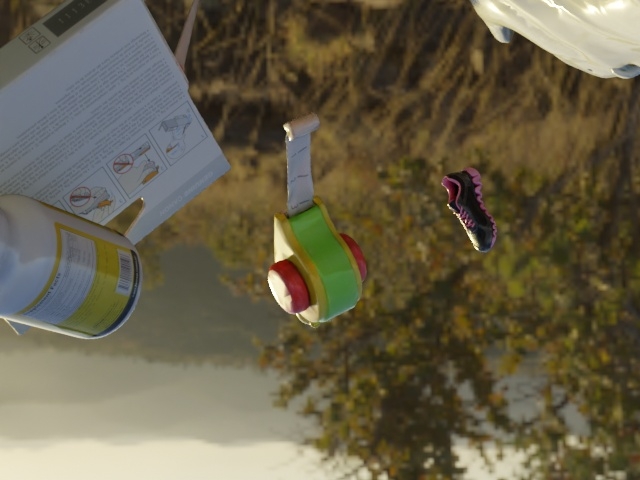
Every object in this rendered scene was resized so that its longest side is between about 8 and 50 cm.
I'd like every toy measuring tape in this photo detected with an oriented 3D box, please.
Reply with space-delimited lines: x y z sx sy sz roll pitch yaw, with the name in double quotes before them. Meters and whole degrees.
"toy measuring tape" 0.000 0.000 1.476 0.121 0.121 0.330 -1 138 -3

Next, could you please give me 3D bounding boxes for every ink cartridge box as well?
"ink cartridge box" -0.239 -0.075 1.152 0.060 0.275 0.239 42 166 39

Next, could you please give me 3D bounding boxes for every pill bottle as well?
"pill bottle" -0.242 0.020 1.054 0.103 0.103 0.184 -6 163 29

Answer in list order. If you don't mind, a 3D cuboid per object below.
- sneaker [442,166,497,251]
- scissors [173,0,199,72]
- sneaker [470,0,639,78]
"sneaker" 0.193 -0.039 1.655 0.057 0.119 0.047 -5 161 -37
"scissors" -0.171 -0.183 1.407 0.021 0.297 0.109 -9 156 29
"sneaker" 0.168 -0.144 0.647 0.111 0.129 0.297 -39 -147 -11
